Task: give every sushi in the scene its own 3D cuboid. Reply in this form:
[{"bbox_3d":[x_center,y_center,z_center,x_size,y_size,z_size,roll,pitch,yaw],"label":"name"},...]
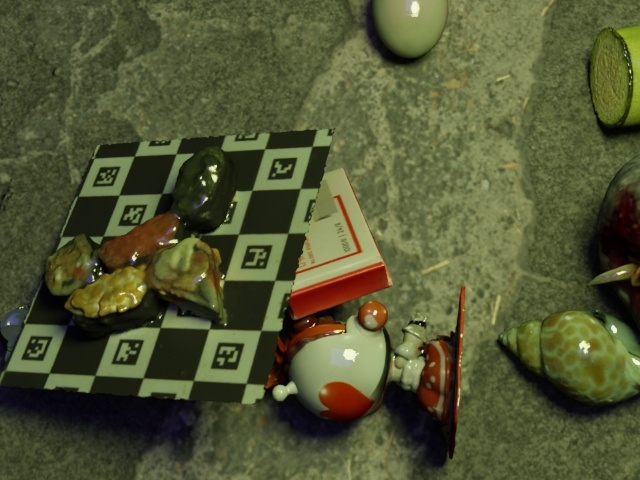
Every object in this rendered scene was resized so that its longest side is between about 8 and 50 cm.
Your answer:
[{"bbox_3d":[-0.186,0.001,1.131,0.343,0.064,0.359,-1,55,24],"label":"sushi"}]

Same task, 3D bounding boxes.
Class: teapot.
[{"bbox_3d":[-0.360,0.118,1.199,0.066,0.057,0.088,9,71,4],"label":"teapot"}]

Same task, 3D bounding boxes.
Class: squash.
[{"bbox_3d":[0.485,-0.222,1.277,0.247,0.132,0.133,-7,72,-4],"label":"squash"}]

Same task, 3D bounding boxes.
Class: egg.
[{"bbox_3d":[0.118,-0.307,1.317,0.103,0.103,0.135,-1,72,0],"label":"egg"}]

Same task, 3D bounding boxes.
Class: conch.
[{"bbox_3d":[0.316,0.139,1.171,0.173,0.106,0.116,10,48,-16],"label":"conch"}]

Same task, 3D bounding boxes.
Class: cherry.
[{"bbox_3d":[0.446,0.009,1.155,0.296,0.218,0.255,-15,68,-19],"label":"cherry"}]

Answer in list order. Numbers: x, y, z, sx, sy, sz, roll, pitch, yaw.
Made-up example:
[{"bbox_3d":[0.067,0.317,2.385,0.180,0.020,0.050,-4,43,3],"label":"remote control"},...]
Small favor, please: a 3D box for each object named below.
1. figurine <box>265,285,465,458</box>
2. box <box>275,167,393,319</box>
[{"bbox_3d":[0.046,0.147,1.129,0.226,0.183,0.160,3,64,7],"label":"figurine"},{"bbox_3d":[0.000,0.001,1.168,0.123,0.050,0.229,-20,32,1],"label":"box"}]
